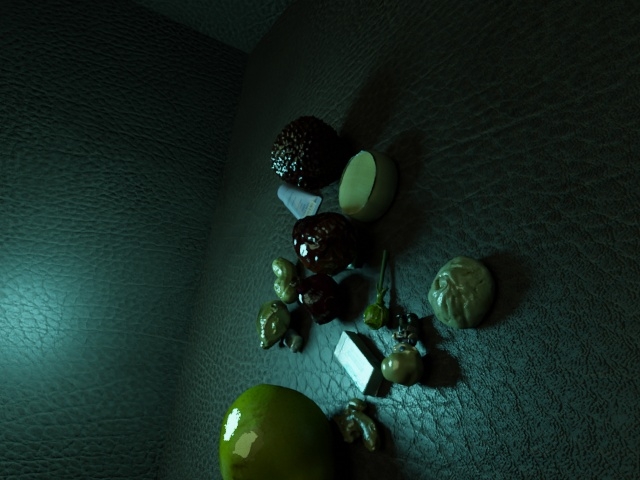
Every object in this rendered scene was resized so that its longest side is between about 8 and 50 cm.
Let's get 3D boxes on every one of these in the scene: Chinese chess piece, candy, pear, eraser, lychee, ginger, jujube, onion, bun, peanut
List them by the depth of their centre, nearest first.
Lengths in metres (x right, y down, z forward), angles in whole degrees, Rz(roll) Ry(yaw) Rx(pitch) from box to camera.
[{"bbox_3d":[0.332,0.124,1.218,0.183,0.102,0.183,-33,50,51],"label":"bun"},{"bbox_3d":[0.110,0.551,1.458,0.133,0.059,0.214,-59,31,11],"label":"ginger"},{"bbox_3d":[0.187,0.150,1.541,0.077,0.073,0.262,-10,58,41],"label":"candy"},{"bbox_3d":[0.118,0.375,1.543,0.225,0.052,0.095,45,117,61],"label":"eraser"},{"bbox_3d":[-0.135,0.651,1.551,0.418,0.362,0.362,40,114,32],"label":"pear"},{"bbox_3d":[0.160,-0.187,1.722,0.250,0.103,0.249,-38,45,50],"label":"Chinese chess piece"},{"bbox_3d":[-0.018,0.179,1.738,0.140,0.218,0.195,-35,32,13],"label":"onion"},{"bbox_3d":[0.000,0.000,1.741,0.216,0.216,0.342,-70,24,8],"label":"jujube"},{"bbox_3d":[-0.048,-0.342,1.993,0.306,0.306,0.330,-29,47,55],"label":"lychee"},{"bbox_3d":[-0.199,0.352,2.031,0.275,0.130,0.221,108,170,-46],"label":"ginger"},{"bbox_3d":[-0.144,0.166,2.107,0.098,0.103,0.229,-38,44,30],"label":"peanut"}]

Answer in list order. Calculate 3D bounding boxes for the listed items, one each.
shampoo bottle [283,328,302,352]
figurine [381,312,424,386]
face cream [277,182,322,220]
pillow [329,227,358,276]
[{"bbox_3d":[-0.106,0.398,1.967,0.099,0.043,0.072,30,100,63],"label":"shampoo bottle"},{"bbox_3d":[0.227,0.288,1.334,0.114,0.108,0.196,-11,57,36],"label":"figurine"},{"bbox_3d":[-0.092,-0.168,2.230,0.274,0.096,0.154,40,108,47],"label":"face cream"},{"bbox_3d":[0.067,0.052,1.827,0.230,0.050,0.148,-22,62,54],"label":"pillow"}]
